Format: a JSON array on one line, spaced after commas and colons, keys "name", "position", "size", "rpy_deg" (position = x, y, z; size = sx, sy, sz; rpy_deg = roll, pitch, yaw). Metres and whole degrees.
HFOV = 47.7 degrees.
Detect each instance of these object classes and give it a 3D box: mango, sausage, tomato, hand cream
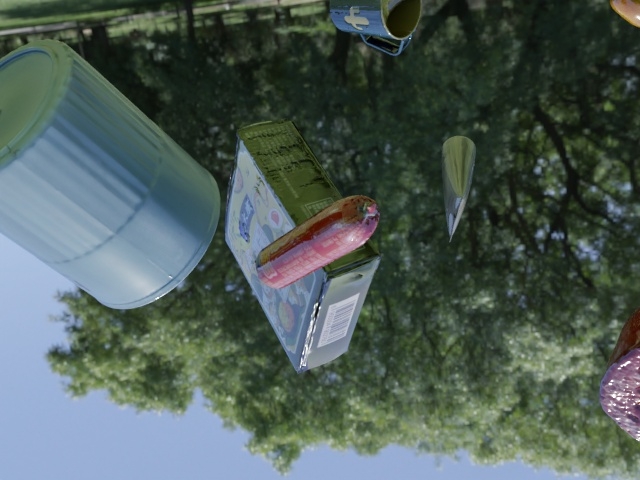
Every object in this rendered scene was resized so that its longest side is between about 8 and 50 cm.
[{"name": "mango", "position": [0.713, -0.521, 1.610], "size": [0.164, 0.089, 0.115], "rpy_deg": [28, -164, -29]}, {"name": "sausage", "position": [0.000, 0.000, 1.028], "size": [0.074, 0.074, 0.274], "rpy_deg": [-22, 175, -38]}, {"name": "tomato", "position": [0.411, 0.128, 0.762], "size": [0.200, 0.233, 0.140], "rpy_deg": [20, -130, 12]}, {"name": "hand cream", "position": [0.211, -0.093, 1.116], "size": [0.054, 0.087, 0.186], "rpy_deg": [9, -131, 3]}]

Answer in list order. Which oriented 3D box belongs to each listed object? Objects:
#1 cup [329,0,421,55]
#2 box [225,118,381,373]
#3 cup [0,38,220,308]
[{"name": "cup", "position": [0.116, -0.471, 1.513], "size": [0.155, 0.177, 0.131], "rpy_deg": [18, -126, 40]}, {"name": "box", "position": [-0.059, 0.014, 1.560], "size": [0.138, 0.373, 0.420], "rpy_deg": [-17, -123, -23]}, {"name": "cup", "position": [-0.334, -0.116, 1.028], "size": [0.256, 0.311, 0.331], "rpy_deg": [-19, -128, 21]}]
